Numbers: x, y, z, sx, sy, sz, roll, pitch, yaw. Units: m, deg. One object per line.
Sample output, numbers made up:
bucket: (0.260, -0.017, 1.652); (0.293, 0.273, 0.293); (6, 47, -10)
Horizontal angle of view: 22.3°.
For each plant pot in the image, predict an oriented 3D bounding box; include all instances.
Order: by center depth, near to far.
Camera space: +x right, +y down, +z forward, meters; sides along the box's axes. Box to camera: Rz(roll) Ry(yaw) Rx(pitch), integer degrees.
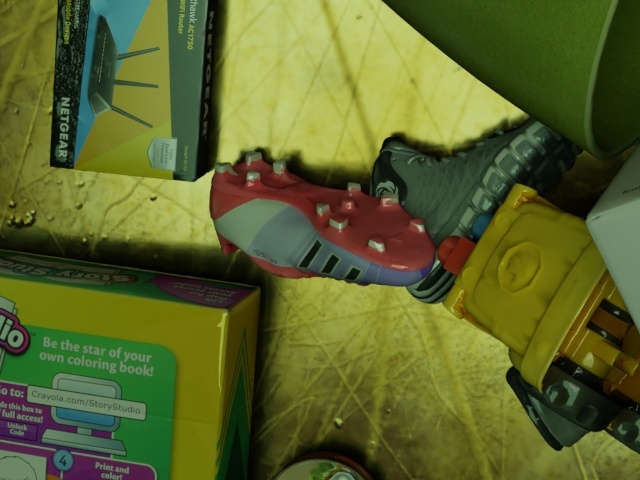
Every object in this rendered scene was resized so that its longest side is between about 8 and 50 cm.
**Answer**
plant pot: (0.141, -0.244, 1.234); (0.293, 0.275, 0.275); (27, 105, 22)

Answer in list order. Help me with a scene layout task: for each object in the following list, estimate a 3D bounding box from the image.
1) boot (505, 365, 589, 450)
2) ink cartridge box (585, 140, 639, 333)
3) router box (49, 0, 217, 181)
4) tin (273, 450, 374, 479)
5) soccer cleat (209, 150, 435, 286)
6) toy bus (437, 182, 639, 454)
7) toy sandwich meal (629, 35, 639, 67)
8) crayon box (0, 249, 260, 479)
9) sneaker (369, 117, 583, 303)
boot: (0.289, 0.132, 1.351); (0.222, 0.118, 0.338); (-25, 84, 16)
ink cartridge box: (0.367, 0.000, 1.131); (0.166, 0.395, 0.285); (-19, 105, 35)
router box: (-0.161, -0.147, 1.398); (0.133, 0.046, 0.179); (6, 101, 8)
tin: (-0.019, 0.275, 1.459); (0.106, 0.040, 0.190); (32, 105, -1)
soccer cleat: (0.000, 0.000, 1.338); (0.248, 0.083, 0.095); (23, 126, 40)
toy bus: (0.197, 0.051, 1.239); (0.211, 0.220, 0.149); (31, 91, 48)
toy sandwich meal: (0.286, -0.132, 1.334); (0.085, 0.029, 0.086); (0, 100, 2)
crayon box: (-0.246, 0.176, 1.431); (0.363, 0.106, 0.313); (8, 101, 14)
sneaker: (0.117, -0.069, 1.350); (0.229, 0.086, 0.132); (-47, 61, -4)
